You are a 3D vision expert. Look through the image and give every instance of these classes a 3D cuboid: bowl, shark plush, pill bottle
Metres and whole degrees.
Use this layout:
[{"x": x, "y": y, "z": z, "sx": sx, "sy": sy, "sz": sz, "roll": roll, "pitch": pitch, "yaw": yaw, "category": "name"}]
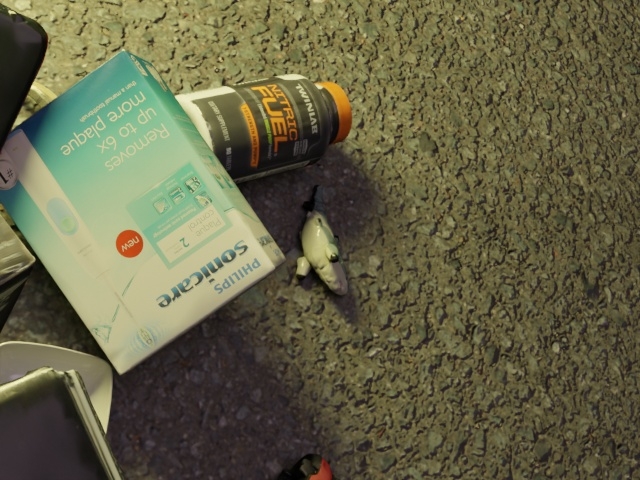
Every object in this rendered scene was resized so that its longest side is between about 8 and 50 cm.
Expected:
[{"x": -0.310, "y": 0.191, "z": 1.067, "sx": 0.142, "sy": 0.053, "sz": 0.141, "roll": 15, "pitch": 64, "yaw": -25, "category": "bowl"}, {"x": 0.000, "y": 0.000, "z": 1.336, "sx": 0.067, "sy": 0.073, "sz": 0.161, "roll": 20, "pitch": 39, "yaw": -43, "category": "shark plush"}, {"x": -0.077, "y": -0.151, "z": 1.285, "sx": 0.246, "sy": 0.130, "sz": 0.130, "roll": -18, "pitch": 81, "yaw": -34, "category": "pill bottle"}]

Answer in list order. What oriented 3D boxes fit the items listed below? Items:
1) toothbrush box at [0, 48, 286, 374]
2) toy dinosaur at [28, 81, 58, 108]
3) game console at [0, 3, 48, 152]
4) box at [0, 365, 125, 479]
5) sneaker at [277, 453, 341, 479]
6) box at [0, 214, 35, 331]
[{"x": -0.212, "y": -0.031, "z": 1.104, "sx": 0.216, "sy": 0.126, "sz": 0.295, "roll": -34, "pitch": 91, "yaw": 6, "category": "toothbrush box"}, {"x": -0.279, "y": -0.130, "z": 1.207, "sx": 0.118, "sy": 0.064, "sz": 0.268, "roll": -38, "pitch": 89, "yaw": -28, "category": "toy dinosaur"}, {"x": -0.521, "y": -0.147, "z": 0.974, "sx": 0.387, "sy": 0.060, "sz": 0.341, "roll": 25, "pitch": 94, "yaw": -17, "category": "game console"}, {"x": -0.284, "y": 0.406, "z": 0.744, "sx": 0.297, "sy": 0.472, "sz": 0.479, "roll": -23, "pitch": 84, "yaw": -33, "category": "box"}, {"x": -0.021, "y": 0.394, "z": 1.123, "sx": 0.135, "sy": 0.098, "sz": 0.276, "roll": 34, "pitch": 57, "yaw": -11, "category": "sneaker"}, {"x": -0.409, "y": 0.106, "z": 0.891, "sx": 0.242, "sy": 0.307, "sz": 0.076, "roll": -36, "pitch": 87, "yaw": -35, "category": "box"}]
